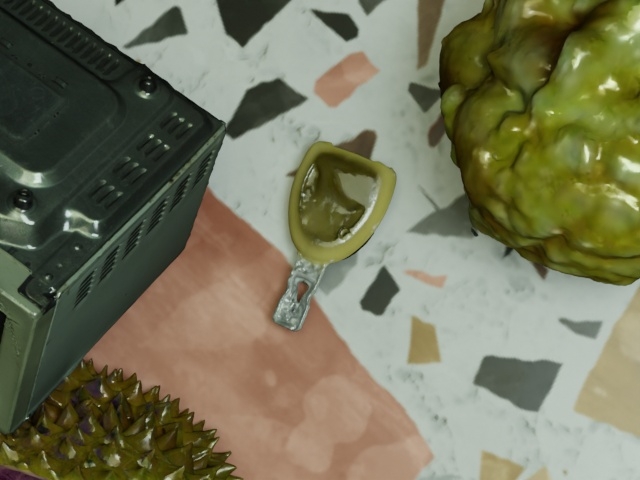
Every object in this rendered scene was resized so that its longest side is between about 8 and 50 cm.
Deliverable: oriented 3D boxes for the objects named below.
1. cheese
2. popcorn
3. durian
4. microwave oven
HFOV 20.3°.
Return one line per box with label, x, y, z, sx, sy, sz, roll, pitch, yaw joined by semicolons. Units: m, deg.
cheese;0.000;0.000;1.533;0.086;0.036;0.162;23;86;10
popcorn;0.230;-0.094;1.397;0.247;0.282;0.282;11;84;-25
durian;-0.186;0.185;1.481;0.260;0.186;0.153;14;92;-5
microwave oven;-0.296;-0.075;1.433;0.355;0.218;0.286;36;55;9
